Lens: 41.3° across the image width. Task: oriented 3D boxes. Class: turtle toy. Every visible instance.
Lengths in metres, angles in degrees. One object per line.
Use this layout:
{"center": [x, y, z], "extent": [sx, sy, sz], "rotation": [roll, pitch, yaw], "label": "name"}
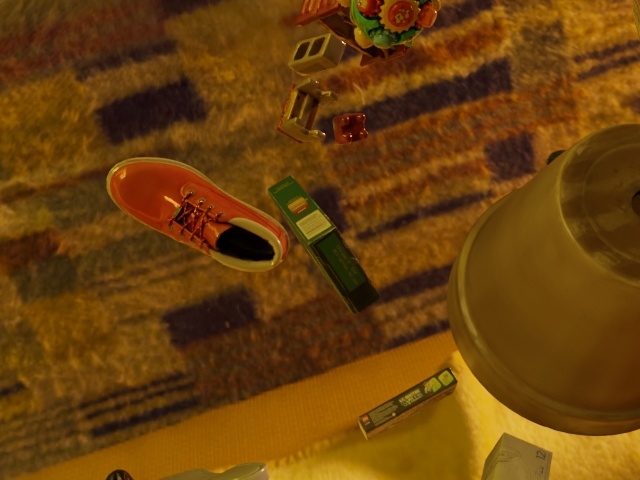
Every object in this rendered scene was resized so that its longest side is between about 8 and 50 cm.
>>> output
{"center": [0.066, -0.243, 0.828], "extent": [0.095, 0.066, 0.130], "rotation": [-27, 125, 6], "label": "turtle toy"}

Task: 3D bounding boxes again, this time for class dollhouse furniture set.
{"center": [0.038, -0.349, 1.724], "extent": [0.201, 0.152, 0.374], "rotation": [27, 75, -33], "label": "dollhouse furniture set"}

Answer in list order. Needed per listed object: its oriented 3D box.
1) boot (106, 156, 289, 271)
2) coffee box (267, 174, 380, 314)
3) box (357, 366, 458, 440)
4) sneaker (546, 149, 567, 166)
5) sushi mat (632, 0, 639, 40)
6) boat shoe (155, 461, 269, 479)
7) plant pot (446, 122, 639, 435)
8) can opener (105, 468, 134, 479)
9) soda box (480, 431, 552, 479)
{"center": [-0.097, -0.020, 0.666], "extent": [0.158, 0.084, 0.059], "rotation": [23, 97, -6], "label": "boot"}
{"center": [0.000, 0.000, 0.999], "extent": [0.040, 0.184, 0.113], "rotation": [-34, 117, -3], "label": "coffee box"}
{"center": [0.173, 0.326, 1.689], "extent": [0.207, 0.036, 0.114], "rotation": [-28, 160, -5], "label": "box"}
{"center": [0.429, -0.118, 1.400], "extent": [0.077, 0.178, 0.072], "rotation": [35, 95, -30], "label": "sneaker"}
{"center": [0.504, -0.332, 1.288], "extent": [0.019, 0.316, 0.151], "rotation": [-4, 133, 14], "label": "sushi mat"}
{"center": [-0.177, 0.393, 1.259], "extent": [0.114, 0.303, 0.091], "rotation": [-16, 87, -40], "label": "boat shoe"}
{"center": [0.321, 0.026, 0.935], "extent": [0.323, 0.323, 0.280], "rotation": [-9, 154, -5], "label": "plant pot"}
{"center": [-0.184, 0.321, 0.915], "extent": [0.073, 0.059, 0.186], "rotation": [-20, 119, 21], "label": "can opener"}
{"center": [0.292, 0.455, 1.348], "extent": [0.091, 0.286, 0.098], "rotation": [22, 136, 5], "label": "soda box"}
